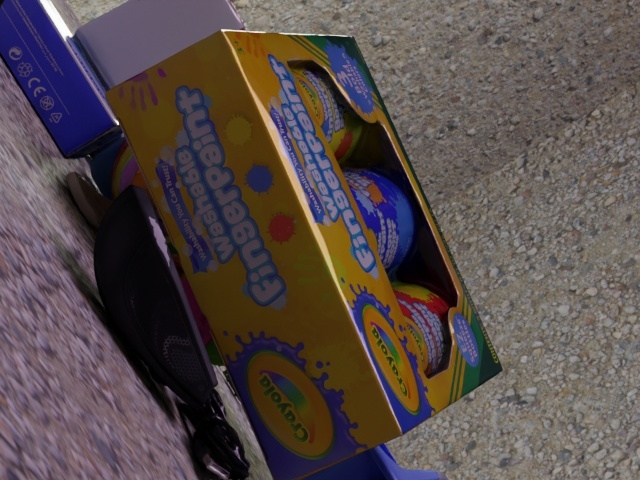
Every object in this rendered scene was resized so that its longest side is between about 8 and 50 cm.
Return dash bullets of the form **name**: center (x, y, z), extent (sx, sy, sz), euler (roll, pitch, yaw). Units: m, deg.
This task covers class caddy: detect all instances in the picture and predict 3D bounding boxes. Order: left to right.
- **caddy**: center (0.084, 0.346, 2.018), extent (0.241, 0.179, 0.341), euler (57, 0, 19)

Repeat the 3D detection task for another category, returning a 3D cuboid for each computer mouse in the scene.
- **computer mouse**: center (-0.145, 0.085, 1.432), extent (0.188, 0.072, 0.272), euler (-129, -161, -72)

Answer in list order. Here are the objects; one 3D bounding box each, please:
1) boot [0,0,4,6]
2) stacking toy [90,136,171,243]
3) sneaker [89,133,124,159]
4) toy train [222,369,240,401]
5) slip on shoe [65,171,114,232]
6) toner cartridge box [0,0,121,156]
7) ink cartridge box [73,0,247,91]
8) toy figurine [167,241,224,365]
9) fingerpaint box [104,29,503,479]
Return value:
- **boot**: center (-0.377, -0.323, 1.506), extent (0.246, 0.094, 0.207), euler (52, 5, -16)
- **stacking toy**: center (-0.175, -0.063, 1.836), extent (0.165, 0.175, 0.302), euler (57, 2, -3)
- **sneaker**: center (-0.254, -0.102, 2.148), extent (0.098, 0.083, 0.224), euler (63, -1, -1)
- **toy train**: center (-0.107, 0.181, 2.069), extent (0.158, 0.027, 0.036), euler (59, -4, -2)
- **slip on shoe**: center (-0.225, -0.026, 1.709), extent (0.135, 0.041, 0.051), euler (58, 0, -30)
- **toner cartridge box**: center (-0.354, -0.264, 1.897), extent (0.347, 0.075, 0.165), euler (58, 1, -4)
- **ink cartridge box**: center (-0.233, -0.245, 2.124), extent (0.114, 0.197, 0.273), euler (59, -17, -3)
- **toy figurine**: center (-0.144, 0.061, 1.745), extent (0.173, 0.130, 0.159), euler (36, 5, 13)
- **fingerpaint box**: center (0.000, 0.000, 1.750), extent (0.444, 0.163, 0.371), euler (66, 23, 4)
